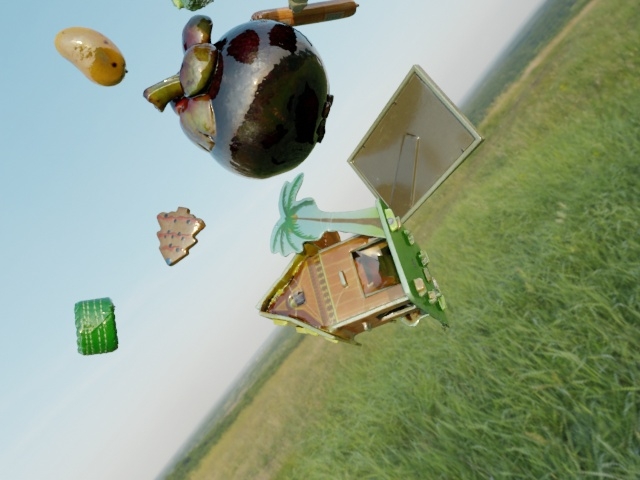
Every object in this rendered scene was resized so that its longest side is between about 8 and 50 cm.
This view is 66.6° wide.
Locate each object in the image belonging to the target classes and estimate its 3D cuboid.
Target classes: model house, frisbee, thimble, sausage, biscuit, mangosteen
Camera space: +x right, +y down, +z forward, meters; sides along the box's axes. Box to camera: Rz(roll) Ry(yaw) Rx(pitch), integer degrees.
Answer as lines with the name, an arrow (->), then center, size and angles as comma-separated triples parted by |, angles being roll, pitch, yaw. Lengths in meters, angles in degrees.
model house -> 0.044, 0.055, 1.014 | 0.323, 0.341, 0.300 | -25, -27, 17
frisbee -> 0.000, 0.000, 1.223 | 0.035, 0.192, 0.192 | -27, 13, 38
thimble -> -0.518, 0.196, 1.127 | 0.090, 0.130, 0.118 | -6, -38, -25
sausage -> -0.037, -0.612, 1.318 | 0.347, 0.053, 0.053 | -21, -16, -25
biscuit -> -0.306, -0.008, 1.038 | 0.019, 0.119, 0.130 | 29, -111, -72
mangosteen -> -0.189, -0.354, 1.203 | 0.382, 0.434, 0.383 | -166, 90, -86

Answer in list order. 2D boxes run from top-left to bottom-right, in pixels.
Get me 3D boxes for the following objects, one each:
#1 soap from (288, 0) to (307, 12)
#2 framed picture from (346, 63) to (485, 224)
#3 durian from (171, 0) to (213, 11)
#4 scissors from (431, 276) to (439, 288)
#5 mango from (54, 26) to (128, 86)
soap -> 0.046, -0.696, 1.127 | 0.301, 0.159, 0.258 | -9, -17, -2
framed picture -> 0.210, -0.215, 1.170 | 0.020, 0.241, 0.324 | -22, -22, -42
durian -> -0.250, -0.618, 0.998 | 0.204, 0.256, 0.339 | -9, 17, -20
scissors -> 0.313, 0.124, 1.473 | 0.015, 0.100, 0.189 | -44, -8, 21
mango -> -0.582, -0.477, 1.250 | 0.115, 0.178, 0.090 | -50, 18, -4
